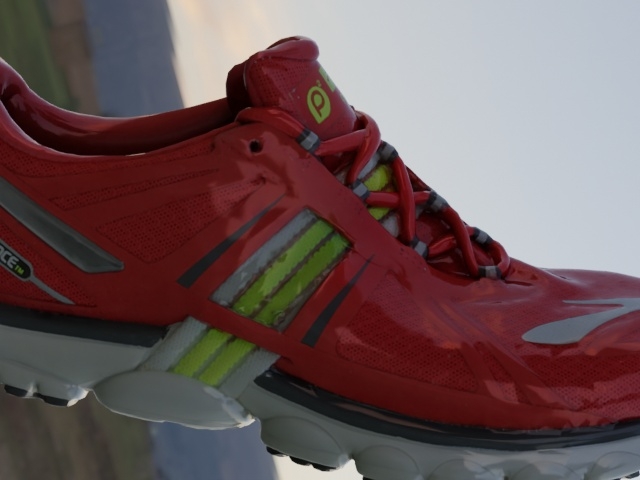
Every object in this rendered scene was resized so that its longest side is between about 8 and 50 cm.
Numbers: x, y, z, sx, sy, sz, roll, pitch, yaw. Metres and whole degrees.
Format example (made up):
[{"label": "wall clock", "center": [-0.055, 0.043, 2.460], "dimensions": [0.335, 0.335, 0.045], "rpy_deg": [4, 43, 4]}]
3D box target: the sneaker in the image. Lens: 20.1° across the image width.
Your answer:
[{"label": "sneaker", "center": [0.000, 0.000, 0.542], "dimensions": [0.107, 0.279, 0.118], "rpy_deg": [-77, 176, -76]}]
